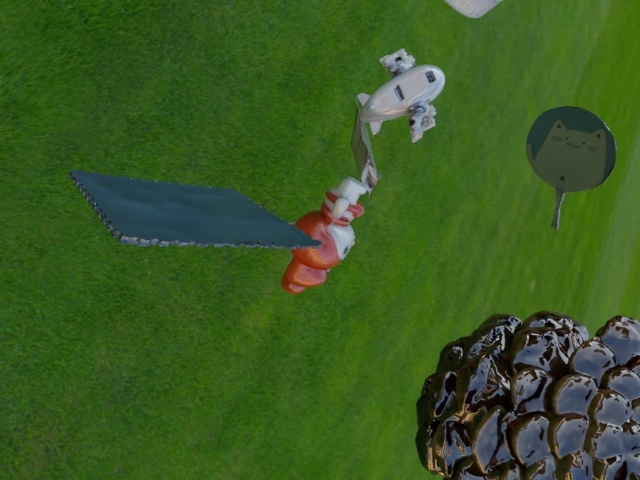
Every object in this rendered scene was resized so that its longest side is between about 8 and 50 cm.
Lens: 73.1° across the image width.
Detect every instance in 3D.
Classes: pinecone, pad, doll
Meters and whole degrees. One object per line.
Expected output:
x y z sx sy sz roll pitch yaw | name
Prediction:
0.199 0.170 0.396 0.224 0.272 0.224 0 88 -7 | pinecone
-0.171 -0.043 0.589 0.270 0.269 0.012 3 109 -40 | pad
0.000 0.000 0.910 0.290 0.130 0.161 -59 -178 14 | doll

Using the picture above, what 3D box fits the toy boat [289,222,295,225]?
-0.114 -0.017 1.042 0.077 0.201 0.057 -92 -175 -74 | toy boat

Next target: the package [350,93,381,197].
0.134 -0.284 1.315 0.251 0.062 0.204 79 1 -55 | package

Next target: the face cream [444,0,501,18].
0.175 -0.354 0.401 0.201 0.187 0.201 21 56 -35 | face cream

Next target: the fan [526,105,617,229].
0.315 -0.087 0.559 0.005 0.113 0.175 -29 128 -23 | fan

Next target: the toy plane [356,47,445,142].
0.213 -0.380 1.152 0.117 0.245 0.244 -14 109 -66 | toy plane
